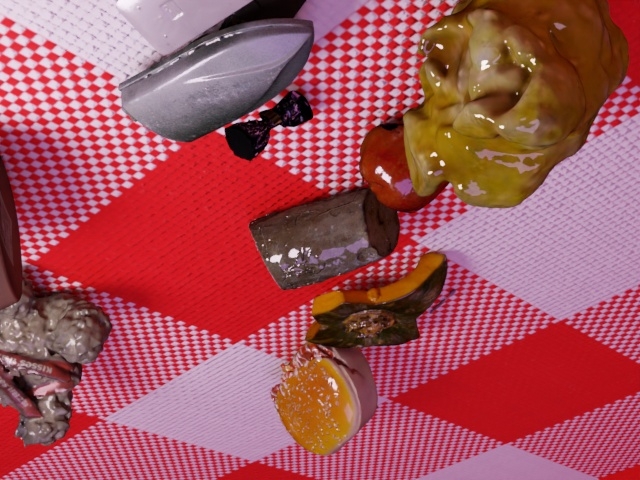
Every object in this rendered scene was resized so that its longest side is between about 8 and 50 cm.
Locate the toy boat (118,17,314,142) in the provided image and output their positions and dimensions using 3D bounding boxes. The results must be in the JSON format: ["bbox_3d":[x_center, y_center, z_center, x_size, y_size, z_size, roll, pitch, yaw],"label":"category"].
[{"bbox_3d":[-0.132,-0.227,1.298,0.320,0.092,0.141,-19,150,35],"label":"toy boat"}]

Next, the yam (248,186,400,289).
[{"bbox_3d":[0.000,0.000,1.629,0.255,0.153,0.154,-15,145,18],"label":"yam"}]

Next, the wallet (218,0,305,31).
[{"bbox_3d":[-0.075,-0.305,1.273,0.082,0.018,0.157,16,142,-27],"label":"wallet"}]

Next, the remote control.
[{"bbox_3d":[-0.139,-0.329,1.199,0.250,0.034,0.103,-26,127,28],"label":"remote control"}]

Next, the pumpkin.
[{"bbox_3d":[0.105,0.136,1.887,0.259,0.095,0.290,-5,150,-8],"label":"pumpkin"}]

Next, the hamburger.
[{"bbox_3d":[0.003,0.345,2.076,0.151,0.227,0.295,-11,151,-36],"label":"hamburger"}]

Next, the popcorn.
[{"bbox_3d":[0.259,-0.189,1.257,0.294,0.292,0.334,-8,151,-5],"label":"popcorn"}]

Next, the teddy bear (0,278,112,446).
[{"bbox_3d":[-0.609,0.193,1.780,0.368,0.224,0.357,15,127,-24],"label":"teddy bear"}]

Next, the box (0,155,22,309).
[{"bbox_3d":[-0.575,-0.011,1.426,0.216,0.300,0.301,-9,147,-9],"label":"box"}]

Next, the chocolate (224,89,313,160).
[{"bbox_3d":[-0.072,-0.175,1.391,0.070,0.147,0.072,43,143,5],"label":"chocolate"}]

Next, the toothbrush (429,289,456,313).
[{"bbox_3d":[0.252,0.127,1.972,0.008,0.006,0.097,13,142,-23],"label":"toothbrush"}]

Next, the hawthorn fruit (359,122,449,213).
[{"bbox_3d":[0.145,-0.125,1.467,0.172,0.148,0.148,-29,140,18],"label":"hawthorn fruit"}]
